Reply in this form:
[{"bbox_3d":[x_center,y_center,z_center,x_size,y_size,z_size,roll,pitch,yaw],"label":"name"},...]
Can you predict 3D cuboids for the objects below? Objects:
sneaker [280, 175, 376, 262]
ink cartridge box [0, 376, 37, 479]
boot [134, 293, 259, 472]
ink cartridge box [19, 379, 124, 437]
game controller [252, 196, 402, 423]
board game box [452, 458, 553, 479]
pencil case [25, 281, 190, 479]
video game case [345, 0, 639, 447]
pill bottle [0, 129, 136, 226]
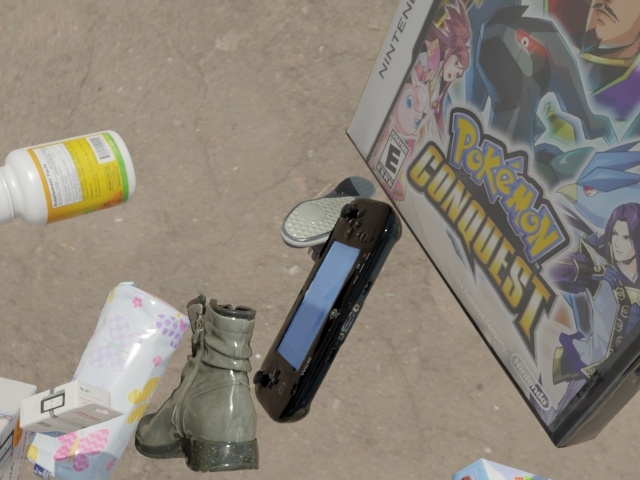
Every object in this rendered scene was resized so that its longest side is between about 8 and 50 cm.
[{"bbox_3d":[0.002,0.001,1.274,0.086,0.163,0.226,37,40,20],"label":"sneaker"},{"bbox_3d":[-0.442,0.261,0.838,0.168,0.233,0.171,13,100,-6],"label":"ink cartridge box"},{"bbox_3d":[-0.120,0.141,0.768,0.083,0.246,0.161,6,78,-29],"label":"boot"},{"bbox_3d":[-0.228,0.154,0.697,0.048,0.083,0.028,45,30,-54],"label":"ink cartridge box"},{"bbox_3d":[0.006,0.089,1.016,0.067,0.166,0.319,28,88,-12],"label":"game controller"},{"bbox_3d":[0.192,0.283,0.575,0.160,0.211,0.039,25,124,-35],"label":"board game box"},{"bbox_3d":[-0.287,0.195,1.025,0.273,0.124,0.113,-62,157,-15],"label":"pencil case"},{"bbox_3d":[0.118,-0.075,0.404,0.035,0.275,0.248,-3,136,-29],"label":"video game case"},{"bbox_3d":[-0.462,-0.103,1.316,0.245,0.136,0.136,-19,98,-31],"label":"pill bottle"}]
